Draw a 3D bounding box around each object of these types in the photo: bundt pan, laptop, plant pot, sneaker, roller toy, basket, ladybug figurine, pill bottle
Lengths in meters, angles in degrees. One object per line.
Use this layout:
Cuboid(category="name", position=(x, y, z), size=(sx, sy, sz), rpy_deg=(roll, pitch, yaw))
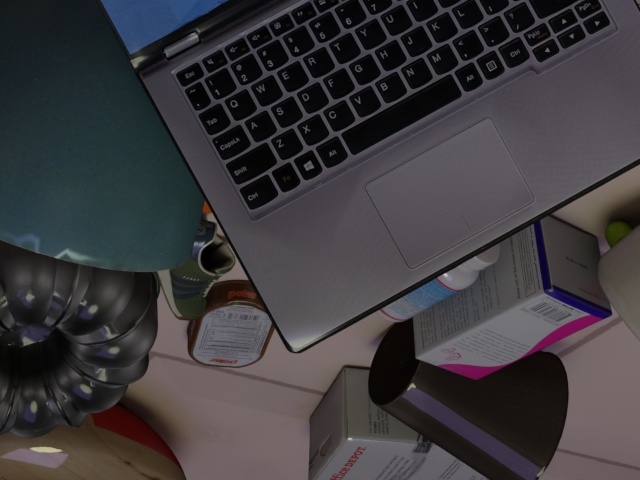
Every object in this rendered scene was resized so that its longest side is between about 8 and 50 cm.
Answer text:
Cuboid(category="bundt pan", position=(-0.334, 0.105, 1.538), size=(0.330, 0.124, 0.331), rpy_deg=(-11, 134, -11))
Cuboid(category="laptop", position=(0.050, -0.180, 0.977), size=(0.382, 0.408, 0.236), rpy_deg=(-29, 180, -3))
Cuboid(category="plant pot", position=(-0.213, -0.125, 1.170), size=(0.290, 0.290, 0.195), rpy_deg=(16, 107, -27))
Cuboid(category="sneaker", position=(-0.141, 0.036, 1.591), size=(0.086, 0.064, 0.192), rpy_deg=(-2, 146, 9))
Cuboid(category="roller toy", position=(0.423, 0.057, 1.524), size=(0.146, 0.191, 0.209), rpy_deg=(-41, 102, 17))
Cuboid(category="basket", position=(0.189, 0.201, 1.786), size=(0.227, 0.204, 0.154), rpy_deg=(25, 152, -23))
Cuboid(category="ladybug figurine", position=(-0.356, 0.328, 1.964), size=(0.305, 0.162, 0.449), rpy_deg=(-15, 146, 19))
Cuboid(category="pill bottle", position=(0.128, 0.029, 1.577), size=(0.087, 0.087, 0.160), rpy_deg=(23, 141, -35))

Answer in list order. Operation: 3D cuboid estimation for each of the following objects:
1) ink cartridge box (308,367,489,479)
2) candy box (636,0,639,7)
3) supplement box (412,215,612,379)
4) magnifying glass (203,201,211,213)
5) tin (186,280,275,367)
Cuboid(category="ink cartridge box", position=(0.134, 0.284, 1.969), size=(0.272, 0.114, 0.197), rpy_deg=(6, 148, -15))
Cuboid(category="candy box", position=(0.308, -0.247, 1.153), size=(0.164, 0.070, 0.196), rpy_deg=(3, 148, -9))
Cuboid(category="supplement box", position=(0.223, 0.071, 1.628), size=(0.111, 0.114, 0.220), rpy_deg=(23, 140, -36))
Cuboid(category="magnifying glass", position=(-0.051, -0.086, 1.442), size=(0.092, 0.026, 0.231), rpy_deg=(26, 137, -38))
Cuboid(category="tin", position=(-0.115, 0.112, 1.749), size=(0.106, 0.040, 0.190), rpy_deg=(8, 147, -9))
